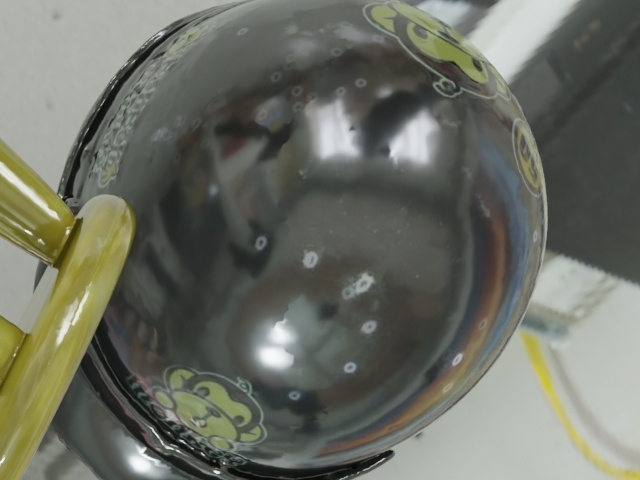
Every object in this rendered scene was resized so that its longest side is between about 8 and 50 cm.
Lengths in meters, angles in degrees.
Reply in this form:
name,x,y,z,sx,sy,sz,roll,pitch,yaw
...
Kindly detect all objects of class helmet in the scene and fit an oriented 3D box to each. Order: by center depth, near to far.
name,x,y,z,sx,sy,sz,roll,pitch,yaw
helmet,0.000,0.000,0.841,0.230,0.160,0.279,40,67,-17

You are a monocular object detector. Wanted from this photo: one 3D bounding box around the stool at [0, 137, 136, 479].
name,x,y,z,sx,sy,sz,roll,pitch,yaw
stool,-0.120,0.016,0.469,0.110,0.134,0.135,26,78,-11
